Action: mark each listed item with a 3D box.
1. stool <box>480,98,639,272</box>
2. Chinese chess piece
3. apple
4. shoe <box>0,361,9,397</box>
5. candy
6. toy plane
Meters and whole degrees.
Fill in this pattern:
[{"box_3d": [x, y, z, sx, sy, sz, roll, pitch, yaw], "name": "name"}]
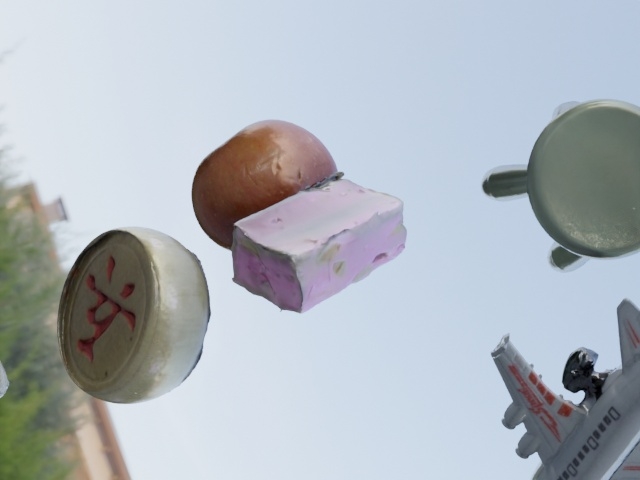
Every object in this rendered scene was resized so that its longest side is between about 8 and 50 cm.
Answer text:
[{"box_3d": [0.336, -0.072, 1.262, 0.195, 0.195, 0.199, 47, -5, -3], "name": "stool"}, {"box_3d": [-0.266, 0.105, 1.370, 0.250, 0.103, 0.249, -12, -108, 41], "name": "Chinese chess piece"}, {"box_3d": [-0.106, -0.100, 1.801, 0.206, 0.272, 0.251, 55, 8, 3], "name": "apple"}, {"box_3d": [-0.492, 0.207, 1.398, 0.089, 0.092, 0.180, 59, -32, -1], "name": "shoe"}, {"box_3d": [0.000, 0.000, 1.506, 0.155, 0.265, 0.115, 26, -53, 34], "name": "candy"}, {"box_3d": [0.157, 0.108, 0.544, 0.162, 0.065, 0.171, 25, -49, -3], "name": "toy plane"}]
